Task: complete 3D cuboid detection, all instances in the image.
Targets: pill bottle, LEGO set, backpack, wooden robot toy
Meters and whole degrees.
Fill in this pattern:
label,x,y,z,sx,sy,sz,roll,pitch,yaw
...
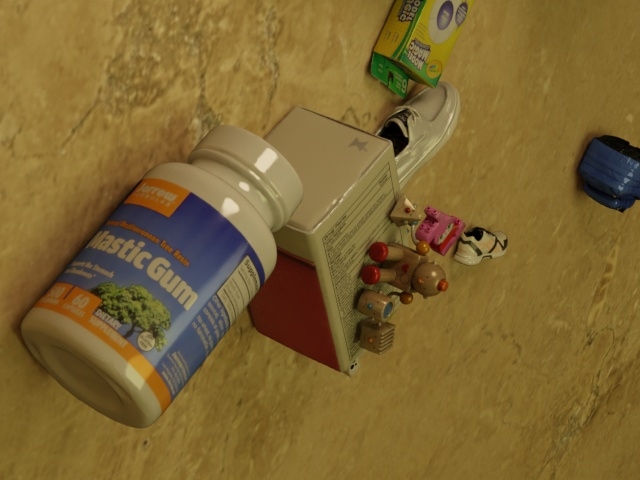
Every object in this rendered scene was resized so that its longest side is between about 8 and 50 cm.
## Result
label,x,y,z,sx,sy,sz,roll,pitch,yaw
pill bottle,-0.136,0.025,1.560,0.272,0.152,0.152,-53,148,-24
LEGO set,0.058,0.033,1.966,0.227,0.087,0.093,-53,146,-10
backpack,0.434,-0.097,2.479,0.120,0.098,0.101,12,104,-61
wooden robot toy,0.091,0.043,1.764,0.076,0.079,0.173,-1,111,-60

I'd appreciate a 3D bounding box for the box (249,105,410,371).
label,x,y,z,sx,sy,sz,roll,pitch,yaw
box,0.000,0.000,1.795,0.148,0.127,0.232,-48,146,-29

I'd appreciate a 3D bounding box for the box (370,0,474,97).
label,x,y,z,sx,sy,sz,roll,pitch,yaw
box,0.120,-0.250,1.902,0.105,0.043,0.179,26,89,-60

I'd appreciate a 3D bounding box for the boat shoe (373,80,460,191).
label,x,y,z,sx,sy,sz,roll,pitch,yaw
boat shoe,0.094,-0.120,1.939,0.184,0.066,0.063,-47,148,-14

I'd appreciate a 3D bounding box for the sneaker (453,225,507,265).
label,x,y,z,sx,sy,sz,roll,pitch,yaw
sneaker,0.218,0.001,2.249,0.109,0.040,0.044,-21,126,-53
